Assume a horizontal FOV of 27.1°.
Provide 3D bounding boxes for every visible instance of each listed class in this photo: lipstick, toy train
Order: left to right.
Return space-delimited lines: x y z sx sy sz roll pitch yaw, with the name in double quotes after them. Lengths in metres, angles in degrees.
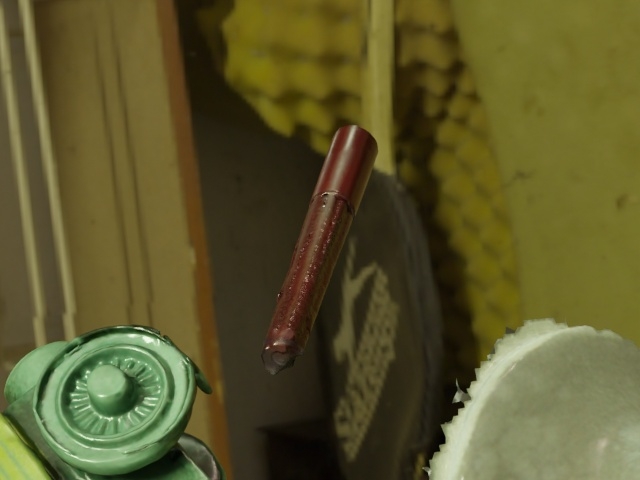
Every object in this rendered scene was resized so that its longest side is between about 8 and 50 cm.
-0.115 0.248 0.799 0.442 0.272 0.179 42 158 33 "toy train"
0.000 -0.001 0.645 0.176 0.027 0.027 -70 0 -52 "lipstick"

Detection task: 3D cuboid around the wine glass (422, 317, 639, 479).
0.194 0.064 0.374 0.357 0.190 0.191 -27 72 55 "wine glass"
